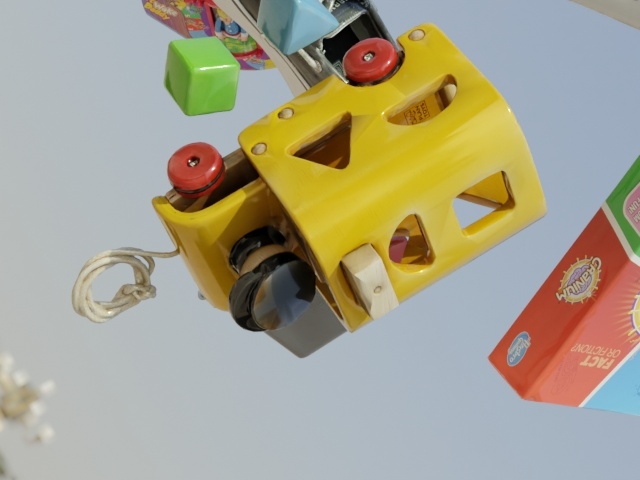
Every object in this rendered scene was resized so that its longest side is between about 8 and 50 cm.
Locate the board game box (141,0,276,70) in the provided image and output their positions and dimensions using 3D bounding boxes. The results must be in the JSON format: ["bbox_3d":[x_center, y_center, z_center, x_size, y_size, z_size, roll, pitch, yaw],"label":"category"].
[{"bbox_3d":[-0.086,-0.200,1.712,0.169,0.033,0.133,32,-40,-22],"label":"board game box"}]

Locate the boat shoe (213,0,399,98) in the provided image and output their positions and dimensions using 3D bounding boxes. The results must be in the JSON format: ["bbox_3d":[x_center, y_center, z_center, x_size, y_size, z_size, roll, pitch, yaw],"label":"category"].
[{"bbox_3d":[-0.005,-0.190,1.571,0.105,0.113,0.306,-16,-73,54],"label":"boat shoe"}]

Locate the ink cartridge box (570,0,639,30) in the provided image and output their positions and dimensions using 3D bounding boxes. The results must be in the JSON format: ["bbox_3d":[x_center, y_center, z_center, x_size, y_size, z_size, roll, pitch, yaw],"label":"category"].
[{"bbox_3d":[0.337,-0.279,1.573,0.385,0.308,0.091,-87,-158,-48],"label":"ink cartridge box"}]

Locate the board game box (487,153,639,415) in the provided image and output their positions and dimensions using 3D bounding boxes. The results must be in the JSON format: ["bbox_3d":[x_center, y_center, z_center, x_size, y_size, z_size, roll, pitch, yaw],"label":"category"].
[{"bbox_3d":[0.339,0.028,1.828,0.316,0.242,0.064,-56,-131,22],"label":"board game box"}]

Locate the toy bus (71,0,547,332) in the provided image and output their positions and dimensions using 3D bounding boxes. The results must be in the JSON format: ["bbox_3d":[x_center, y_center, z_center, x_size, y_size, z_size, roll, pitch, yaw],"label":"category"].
[{"bbox_3d":[0.009,-0.010,0.909,0.104,0.191,0.202,53,-53,43],"label":"toy bus"}]

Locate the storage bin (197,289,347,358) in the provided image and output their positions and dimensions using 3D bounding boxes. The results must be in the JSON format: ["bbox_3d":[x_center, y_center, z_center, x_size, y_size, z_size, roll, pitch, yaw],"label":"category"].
[{"bbox_3d":[-0.003,0.015,1.326,0.135,0.098,0.091,-33,-66,33],"label":"storage bin"}]
